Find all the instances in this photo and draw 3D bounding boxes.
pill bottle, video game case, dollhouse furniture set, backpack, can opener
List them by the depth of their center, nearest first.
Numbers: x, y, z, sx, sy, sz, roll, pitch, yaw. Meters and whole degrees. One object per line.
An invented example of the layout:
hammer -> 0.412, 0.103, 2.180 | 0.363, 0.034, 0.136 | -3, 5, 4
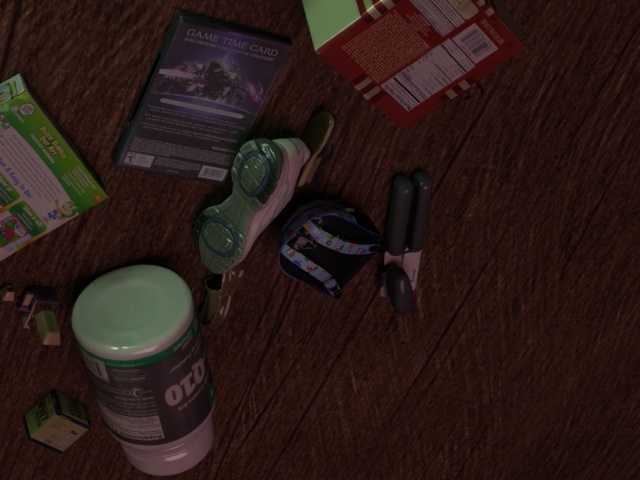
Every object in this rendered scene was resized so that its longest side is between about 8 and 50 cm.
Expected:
video game case -> -0.183, -0.213, 1.899 | 0.196, 0.026, 0.274 | 9, 124, -33
dollhouse furniture set -> -0.478, 0.141, 2.010 | 0.091, 0.114, 0.081 | 7, 130, -34
backpack -> 0.000, 0.000, 2.118 | 0.173, 0.117, 0.158 | 25, 115, -41
pill bottle -> -0.292, 0.232, 2.120 | 0.204, 0.204, 0.361 | -18, 136, -11
can opener -> 0.162, 0.012, 2.227 | 0.076, 0.095, 0.283 | -11, 134, -19

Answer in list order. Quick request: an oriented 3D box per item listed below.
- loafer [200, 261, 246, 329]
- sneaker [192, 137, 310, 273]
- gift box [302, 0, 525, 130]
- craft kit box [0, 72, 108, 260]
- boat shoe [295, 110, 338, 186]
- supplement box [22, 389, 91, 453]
loafer -> -0.181, 0.090, 2.157 | 0.050, 0.056, 0.148 | 11, 113, -33
sneaker -> -0.107, -0.053, 2.026 | 0.129, 0.111, 0.297 | -20, 155, -49
gift box -> 0.138, -0.357, 1.757 | 0.276, 0.258, 0.255 | -31, 136, 18
craft kit box -> -0.483, -0.093, 1.835 | 0.246, 0.061, 0.250 | -28, 136, 2
boat shoe -> -0.004, -0.151, 2.029 | 0.049, 0.056, 0.152 | 0, 139, -33
supplement box -> -0.474, 0.327, 2.219 | 0.083, 0.056, 0.083 | -41, 135, 12
